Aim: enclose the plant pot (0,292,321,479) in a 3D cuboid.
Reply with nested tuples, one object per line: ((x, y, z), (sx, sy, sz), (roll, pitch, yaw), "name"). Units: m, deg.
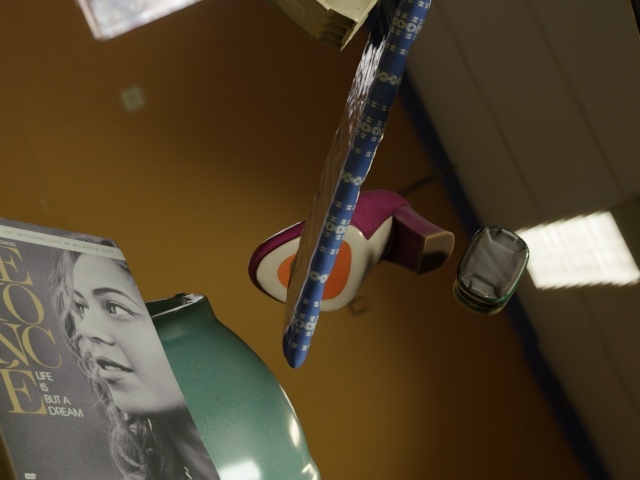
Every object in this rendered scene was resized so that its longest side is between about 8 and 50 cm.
((-0.162, 0.159, 1.225), (0.293, 0.293, 0.196), (-163, -121, -80), "plant pot")

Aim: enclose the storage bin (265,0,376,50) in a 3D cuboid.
((-0.035, -0.367, 1.687), (0.260, 0.123, 0.262), (39, -3, -3), "storage bin")

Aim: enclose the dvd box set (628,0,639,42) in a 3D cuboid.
((0.291, -0.113, 1.049), (0.420, 0.062, 0.307), (57, 24, -46), "dvd box set")

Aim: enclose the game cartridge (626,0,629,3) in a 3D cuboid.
((0.400, -0.406, 1.781), (0.323, 0.053, 0.285), (48, -6, 20), "game cartridge")

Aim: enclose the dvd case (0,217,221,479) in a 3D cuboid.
((-0.162, 0.072, 0.891), (0.164, 0.018, 0.221), (13, 39, -47), "dvd case")

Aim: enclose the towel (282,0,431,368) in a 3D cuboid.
((0.041, -0.092, 1.040), (0.243, 0.040, 0.336), (-84, -167, -76), "towel")

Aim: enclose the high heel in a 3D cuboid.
((0.000, 0.000, 1.818), (0.181, 0.377, 0.127), (28, -71, 36), "high heel")

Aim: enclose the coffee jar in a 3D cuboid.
((0.219, 0.043, 1.793), (0.079, 0.096, 0.184), (28, -6, 7), "coffee jar")
